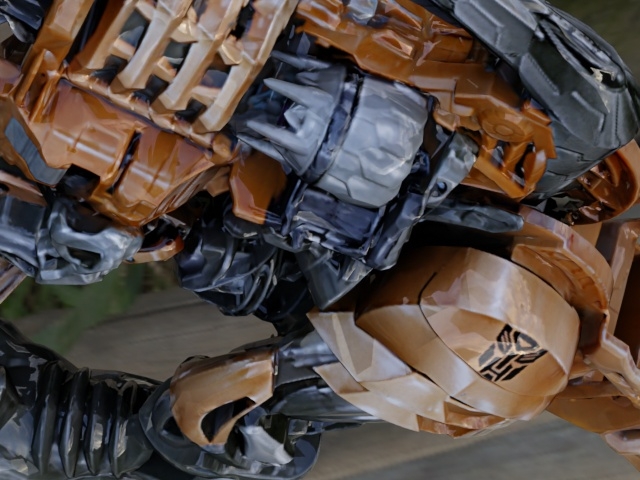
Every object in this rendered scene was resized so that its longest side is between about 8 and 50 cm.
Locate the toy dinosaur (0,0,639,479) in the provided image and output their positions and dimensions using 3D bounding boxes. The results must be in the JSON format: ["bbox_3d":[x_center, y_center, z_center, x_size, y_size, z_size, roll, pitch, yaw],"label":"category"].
[{"bbox_3d":[0.000,0.000,0.438,0.322,0.218,0.164,54,53,-21],"label":"toy dinosaur"}]
